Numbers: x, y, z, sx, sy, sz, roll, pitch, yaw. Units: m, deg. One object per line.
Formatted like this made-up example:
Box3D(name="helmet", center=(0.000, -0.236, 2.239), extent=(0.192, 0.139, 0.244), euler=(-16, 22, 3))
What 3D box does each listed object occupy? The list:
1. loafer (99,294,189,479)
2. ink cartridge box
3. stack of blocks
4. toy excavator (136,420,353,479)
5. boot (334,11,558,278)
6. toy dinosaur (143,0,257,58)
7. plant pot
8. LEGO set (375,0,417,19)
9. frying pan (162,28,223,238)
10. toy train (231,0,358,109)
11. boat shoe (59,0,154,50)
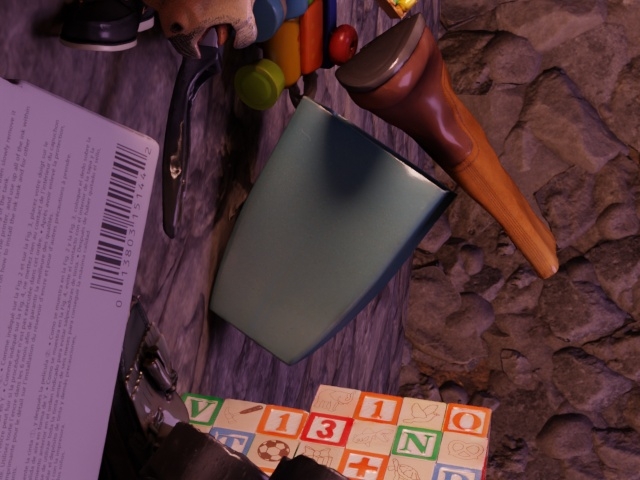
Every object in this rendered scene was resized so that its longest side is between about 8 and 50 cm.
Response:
Box3D(name="loafer", center=(-0.130, 0.145, 0.908), extent=(0.096, 0.084, 0.267), euler=(-68, 163, -50))
Box3D(name="ink cartridge box", center=(-0.193, 0.062, 0.571), extent=(0.261, 0.066, 0.296), euler=(24, 74, -66))
Box3D(name="stack of blocks", center=(0.001, 0.222, 1.081), extent=(0.171, 0.297, 0.087), euler=(-66, 159, -56))
Box3D(name="toy excavator", center=(-0.018, 0.349, 0.887), extent=(0.445, 0.433, 0.222), euler=(46, 67, -27))
Box3D(name="boot", center=(0.129, -0.073, 1.103), extent=(0.280, 0.096, 0.264), euler=(55, 6, -7))
Box3D(name="toy dinosaur", center=(-0.026, -0.272, 0.761), extent=(0.127, 0.200, 0.295), euler=(78, 10, -52))
Box3D(name="plant pot", center=(0.000, 0.000, 1.188), extent=(0.234, 0.166, 0.165), euler=(-55, 172, 7))
Box3D(name="LEGO set", center=(0.028, -0.340, 1.031), extent=(0.132, 0.107, 0.287), euler=(-21, 93, -43))
Box3D(name="frying pan", center=(-0.088, -0.186, 0.823), extent=(0.197, 0.053, 0.326), euler=(86, 2, -51))
Box3D(name="toy train", center=(-0.036, -0.173, 1.139), extent=(0.143, 0.105, 0.248), euler=(-56, 154, -44))
Box3D(name="boat shoe", center=(-0.136, -0.150, 0.748), extent=(0.133, 0.049, 0.042), euler=(-75, 174, -67))
